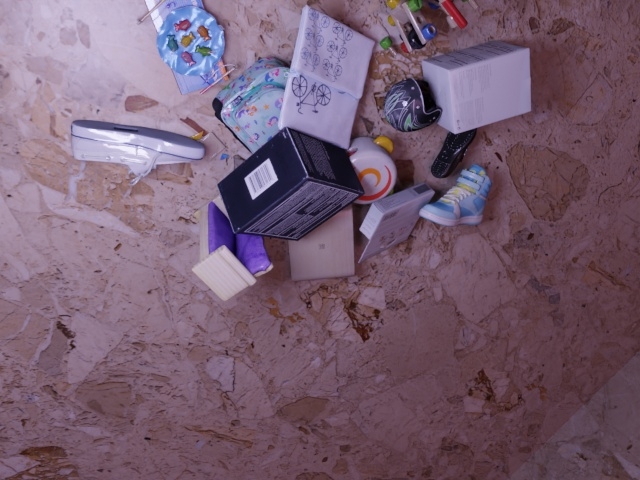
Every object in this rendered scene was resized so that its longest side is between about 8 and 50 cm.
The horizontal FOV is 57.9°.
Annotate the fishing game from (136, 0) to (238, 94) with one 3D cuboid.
[{"bbox_3d":[-0.351,-0.539,1.581,0.189,0.041,0.264,-35,121,5],"label":"fishing game"}]

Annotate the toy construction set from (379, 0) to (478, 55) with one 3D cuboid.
[{"bbox_3d":[0.267,-0.684,1.594,0.237,0.309,0.257,42,90,-25],"label":"toy construction set"}]

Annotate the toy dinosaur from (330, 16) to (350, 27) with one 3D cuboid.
[{"bbox_3d":[0.035,-0.599,1.692,0.183,0.053,0.092,13,113,-23],"label":"toy dinosaur"}]

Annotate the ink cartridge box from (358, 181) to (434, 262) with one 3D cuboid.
[{"bbox_3d":[0.241,-0.062,1.958,0.275,0.060,0.238,-23,151,-39],"label":"ink cartridge box"}]

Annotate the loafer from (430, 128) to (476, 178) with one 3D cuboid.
[{"bbox_3d":[0.456,-0.306,1.968,0.220,0.080,0.078,-55,151,12],"label":"loafer"}]

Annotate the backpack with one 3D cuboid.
[{"bbox_3d":[-0.153,-0.388,1.670,0.253,0.191,0.225,-45,133,-3],"label":"backpack"}]

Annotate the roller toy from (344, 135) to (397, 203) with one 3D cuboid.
[{"bbox_3d":[0.140,-0.229,1.857,0.191,0.146,0.209,-4,125,-7],"label":"roller toy"}]

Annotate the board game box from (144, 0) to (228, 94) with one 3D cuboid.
[{"bbox_3d":[-0.369,-0.561,1.602,0.145,0.027,0.281,-20,120,-5],"label":"board game box"}]

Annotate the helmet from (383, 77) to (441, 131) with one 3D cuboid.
[{"bbox_3d":[0.275,-0.418,1.791,0.162,0.169,0.169,-4,119,-37],"label":"helmet"}]

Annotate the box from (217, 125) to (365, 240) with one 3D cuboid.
[{"bbox_3d":[-0.085,-0.151,1.695,0.296,0.182,0.294,-34,156,27],"label":"box"}]

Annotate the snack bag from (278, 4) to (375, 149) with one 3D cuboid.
[{"bbox_3d":[0.022,-0.447,1.652,0.323,0.037,0.342,6,101,-50],"label":"snack bag"}]

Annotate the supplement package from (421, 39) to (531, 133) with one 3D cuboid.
[{"bbox_3d":[0.485,-0.483,1.805,0.263,0.198,0.199,-18,119,-8],"label":"supplement package"}]

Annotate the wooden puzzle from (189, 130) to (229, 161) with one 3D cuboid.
[{"bbox_3d":[-0.338,-0.286,1.760,0.079,0.014,0.116,-32,121,5],"label":"wooden puzzle"}]

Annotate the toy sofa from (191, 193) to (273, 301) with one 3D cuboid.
[{"bbox_3d":[-0.269,-0.004,1.723,0.177,0.362,0.150,-34,120,9],"label":"toy sofa"}]

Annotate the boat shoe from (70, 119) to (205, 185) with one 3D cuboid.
[{"bbox_3d":[-0.522,-0.236,1.658,0.368,0.136,0.156,6,114,-16],"label":"boat shoe"}]

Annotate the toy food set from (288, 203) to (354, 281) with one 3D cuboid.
[{"bbox_3d":[0.000,0.000,1.977,0.220,0.092,0.305,-5,116,-2],"label":"toy food set"}]

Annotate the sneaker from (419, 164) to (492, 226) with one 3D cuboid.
[{"bbox_3d":[0.467,-0.161,1.980,0.319,0.127,0.208,-5,117,-46],"label":"sneaker"}]
